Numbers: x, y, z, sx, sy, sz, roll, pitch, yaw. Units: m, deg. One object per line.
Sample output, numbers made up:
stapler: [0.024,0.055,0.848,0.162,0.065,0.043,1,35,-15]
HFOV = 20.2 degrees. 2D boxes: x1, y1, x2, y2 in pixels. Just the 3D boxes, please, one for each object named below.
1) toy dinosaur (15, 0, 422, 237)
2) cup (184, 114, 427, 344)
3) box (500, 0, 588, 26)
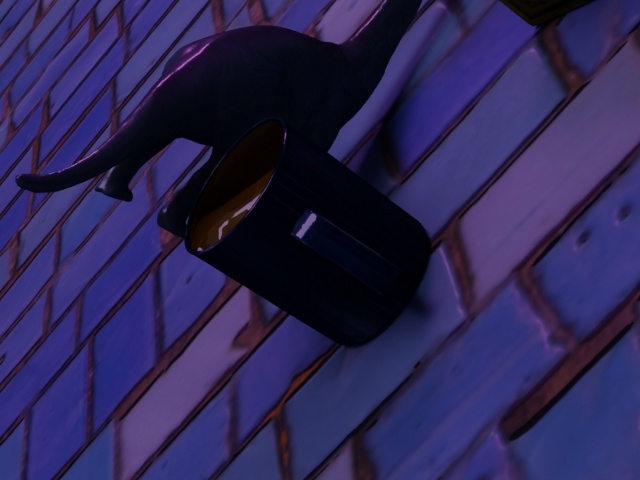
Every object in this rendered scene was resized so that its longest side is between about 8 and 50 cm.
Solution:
toy dinosaur: [-0.035,-0.157,1.374,0.129,0.383,0.331,26,97,36]
cup: [-0.007,0.006,1.258,0.113,0.138,0.150,-45,25,24]
box: [0.173,-0.239,1.232,0.220,0.141,0.064,-23,39,53]
